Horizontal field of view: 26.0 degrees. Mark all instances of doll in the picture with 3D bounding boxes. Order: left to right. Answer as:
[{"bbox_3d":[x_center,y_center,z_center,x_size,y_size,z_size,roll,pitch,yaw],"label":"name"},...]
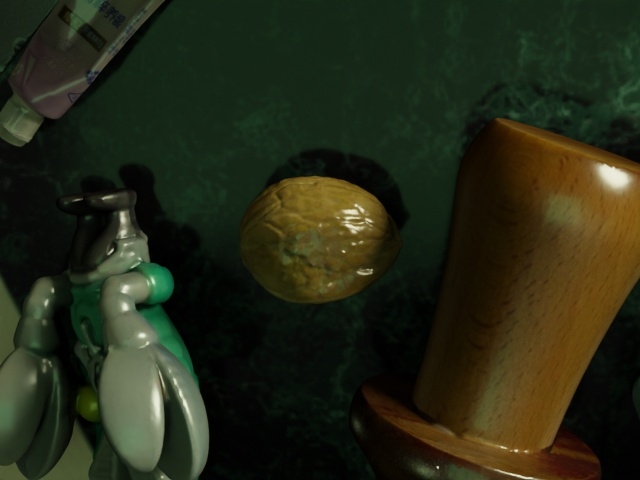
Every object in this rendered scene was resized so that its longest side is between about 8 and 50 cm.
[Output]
[{"bbox_3d":[-0.180,0.102,1.085,0.195,0.153,0.258,-41,71,42],"label":"doll"}]

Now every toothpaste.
[{"bbox_3d":[-0.150,-0.193,1.046,0.075,0.048,0.301,40,104,0],"label":"toothpaste"}]

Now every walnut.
[{"bbox_3d":[0.000,0.000,1.050,0.125,0.105,0.105,0,105,6],"label":"walnut"}]

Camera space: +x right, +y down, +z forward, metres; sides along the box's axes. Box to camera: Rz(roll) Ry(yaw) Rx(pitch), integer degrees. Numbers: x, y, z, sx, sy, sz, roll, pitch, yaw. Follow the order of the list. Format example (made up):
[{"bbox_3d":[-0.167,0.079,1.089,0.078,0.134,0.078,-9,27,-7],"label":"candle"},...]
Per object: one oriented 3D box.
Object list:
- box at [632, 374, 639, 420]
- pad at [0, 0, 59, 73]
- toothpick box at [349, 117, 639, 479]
[{"bbox_3d":[0.338,0.190,1.042,0.162,0.130,0.227,-20,99,23],"label":"box"},{"bbox_3d":[-0.297,-0.237,1.073,0.211,0.003,0.143,41,106,-5],"label":"pad"},{"bbox_3d":[0.139,0.070,1.012,0.192,0.192,0.294,19,100,2],"label":"toothpick box"}]
